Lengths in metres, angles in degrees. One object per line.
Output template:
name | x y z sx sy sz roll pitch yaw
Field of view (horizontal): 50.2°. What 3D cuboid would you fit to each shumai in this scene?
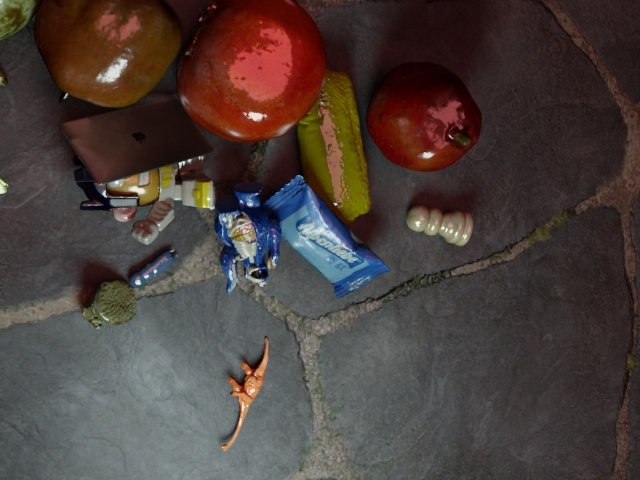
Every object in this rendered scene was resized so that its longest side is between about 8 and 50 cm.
shumai | -0.470 0.146 1.500 0.124 0.087 0.099 -11 78 -63

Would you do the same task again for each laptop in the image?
laptop | -0.380 -0.213 1.431 0.269 0.015 0.188 -22 60 -33

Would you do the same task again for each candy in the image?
candy | 0.000 0.000 1.633 0.331 0.187 0.077 43 39 -20

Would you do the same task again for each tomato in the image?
tomato | -0.148 -0.372 1.465 0.290 0.293 0.325 31 79 -22

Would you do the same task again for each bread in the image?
bread | 0.030 -0.221 1.643 0.166 0.112 0.384 -12 99 -20

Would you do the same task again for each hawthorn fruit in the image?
hawthorn fruit | 0.255 -0.281 1.621 0.265 0.307 0.265 -11 123 -18
hawthorn fruit | -0.434 -0.390 1.364 0.267 0.268 0.301 31 95 -21

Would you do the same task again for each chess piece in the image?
chess piece | 0.305 -0.045 1.783 0.170 0.094 0.094 10 91 -19

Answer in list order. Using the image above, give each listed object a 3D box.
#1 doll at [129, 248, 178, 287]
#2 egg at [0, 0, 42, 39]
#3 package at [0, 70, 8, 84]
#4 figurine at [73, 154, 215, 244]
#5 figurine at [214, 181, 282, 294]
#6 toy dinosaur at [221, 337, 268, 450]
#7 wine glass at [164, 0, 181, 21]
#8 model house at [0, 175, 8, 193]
doll | -0.380 0.063 1.553 0.125 0.027 0.037 -37 107 -18
egg | -0.661 -0.489 1.281 0.289 0.238 0.238 -37 108 4
package | -0.680 -0.334 1.353 0.120 0.108 0.031 13 97 -22
figurine | -0.381 -0.132 1.469 0.308 0.143 0.308 7 50 -9
figurine | -0.174 -0.007 1.576 0.164 0.120 0.262 -18 122 -32
toy dinosaur | -0.183 0.367 1.641 0.101 0.055 0.280 41 76 -43
wine glass | -0.383 -0.537 1.478 0.066 0.066 0.198 -47 109 -12
model house | -0.761 -0.096 1.265 0.313 0.242 0.358 20 101 -44
